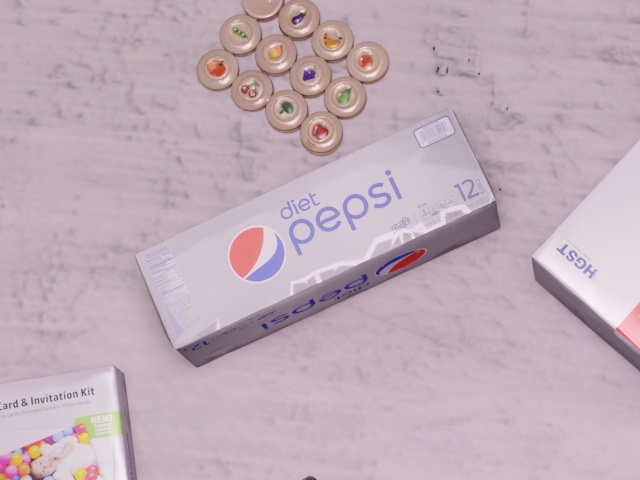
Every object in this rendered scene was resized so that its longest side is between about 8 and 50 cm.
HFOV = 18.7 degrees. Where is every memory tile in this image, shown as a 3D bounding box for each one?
[{"bbox_3d":[-0.024,-0.151,1.678,0.148,0.012,0.113,32,82,15],"label":"memory tile"}]

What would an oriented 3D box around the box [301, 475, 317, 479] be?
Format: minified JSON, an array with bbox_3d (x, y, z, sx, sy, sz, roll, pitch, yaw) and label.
[{"bbox_3d":[0.008,0.276,1.493,0.093,0.156,0.158,-33,74,0],"label":"box"}]

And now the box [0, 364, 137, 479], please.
[{"bbox_3d":[-0.224,0.206,1.604,0.145,0.038,0.186,-9,74,5],"label":"box"}]

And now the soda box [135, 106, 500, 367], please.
[{"bbox_3d":[0.000,0.000,1.593,0.286,0.098,0.091,-25,75,2],"label":"soda box"}]

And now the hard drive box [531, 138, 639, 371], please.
[{"bbox_3d":[0.312,-0.004,1.555,0.181,0.089,0.232,41,85,16],"label":"hard drive box"}]
